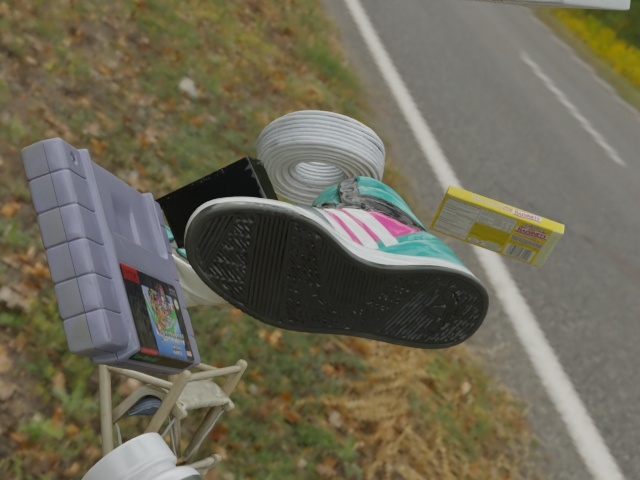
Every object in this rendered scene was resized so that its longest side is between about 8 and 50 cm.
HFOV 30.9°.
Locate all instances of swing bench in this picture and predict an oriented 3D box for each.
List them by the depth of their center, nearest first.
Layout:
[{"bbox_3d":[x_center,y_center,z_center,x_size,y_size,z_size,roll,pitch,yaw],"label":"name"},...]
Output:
[{"bbox_3d":[-0.265,0.306,1.911,0.165,0.254,0.253,15,3,19],"label":"swing bench"}]

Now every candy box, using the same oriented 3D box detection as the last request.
[{"bbox_3d":[0.297,-0.023,1.965,0.206,0.105,0.027,20,50,-2],"label":"candy box"}]

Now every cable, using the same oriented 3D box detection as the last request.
[{"bbox_3d":[-0.003,-0.159,2.288,0.257,0.257,0.089,35,53,-45],"label":"cable"}]

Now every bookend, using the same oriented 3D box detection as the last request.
[{"bbox_3d":[-0.129,-0.013,1.609,0.157,0.156,0.072,66,12,7],"label":"bookend"}]

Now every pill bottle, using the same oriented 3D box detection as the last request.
[{"bbox_3d":[-0.197,0.414,1.588,0.283,0.161,0.161,51,21,18],"label":"pill bottle"}]

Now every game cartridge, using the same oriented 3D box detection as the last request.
[{"bbox_3d":[-0.221,0.034,1.308,0.355,0.068,0.230,46,22,-77],"label":"game cartridge"}]

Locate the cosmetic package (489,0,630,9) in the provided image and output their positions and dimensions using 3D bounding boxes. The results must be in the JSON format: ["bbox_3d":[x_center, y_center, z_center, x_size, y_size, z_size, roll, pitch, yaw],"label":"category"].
[{"bbox_3d":[0.253,-0.368,1.256,0.138,0.224,0.224,9,13,30],"label":"cosmetic package"}]

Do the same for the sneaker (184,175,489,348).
[{"bbox_3d":[0.000,0.000,1.087,0.296,0.123,0.178,18,17,-25],"label":"sneaker"}]

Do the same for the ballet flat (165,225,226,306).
[{"bbox_3d":[-0.280,0.047,2.176,0.400,0.139,0.139,27,14,17],"label":"ballet flat"}]
